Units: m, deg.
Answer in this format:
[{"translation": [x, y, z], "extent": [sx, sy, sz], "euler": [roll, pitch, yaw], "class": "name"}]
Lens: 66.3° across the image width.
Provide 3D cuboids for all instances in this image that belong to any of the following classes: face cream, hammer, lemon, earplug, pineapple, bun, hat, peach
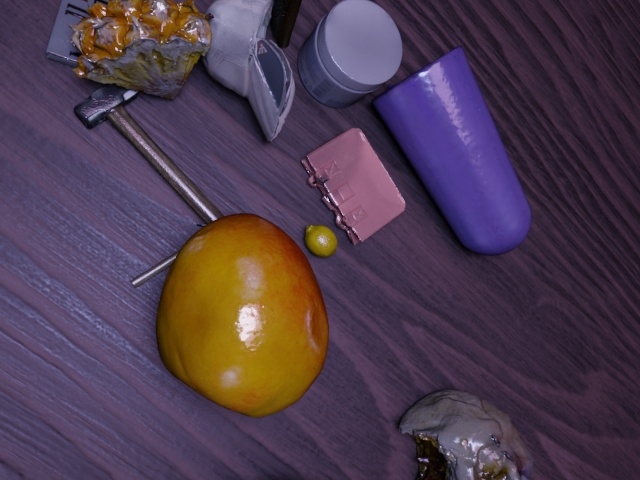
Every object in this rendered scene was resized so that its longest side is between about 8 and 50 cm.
[{"translation": [0.057, -0.381, 1.017], "extent": [0.177, 0.153, 0.178], "euler": [2, 85, -23], "class": "face cream"}, {"translation": [-0.266, 0.028, 0.902], "extent": [0.182, 0.017, 0.062], "euler": [-34, 97, -22], "class": "hammer"}, {"translation": [0.000, 0.000, 0.995], "extent": [0.083, 0.062, 0.062], "euler": [45, 69, -13], "class": "lemon"}, {"translation": [0.311, -0.170, 1.077], "extent": [0.215, 0.215, 0.456], "euler": [-36, 101, -23], "class": "earplug"}, {"translation": [-0.292, -0.324, 0.835], "extent": [0.236, 0.186, 0.115], "euler": [-6, 74, -5], "class": "pineapple"}, {"translation": [0.310, 0.451, 0.999], "extent": [0.281, 0.204, 0.282], "euler": [3, 83, -25], "class": "bun"}, {"translation": [-0.130, -0.321, 0.923], "extent": [0.160, 0.232, 0.275], "euler": [-17, 103, 6], "class": "hat"}, {"translation": [-0.121, 0.110, 0.802], "extent": [0.288, 0.289, 0.308], "euler": [22, 80, -20], "class": "peach"}, {"translation": [-0.275, -0.129, 0.898], "extent": [0.365, 0.043, 0.111], "euler": [48, 67, -10], "class": "hammer"}]

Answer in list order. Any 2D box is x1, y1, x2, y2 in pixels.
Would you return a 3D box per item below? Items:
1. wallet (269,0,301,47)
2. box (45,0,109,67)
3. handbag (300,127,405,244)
[{"translation": [-0.082, -0.467, 0.918], "extent": [0.039, 0.243, 0.133], "euler": [-22, 95, -10], "class": "wallet"}, {"translation": [-0.406, -0.389, 0.879], "extent": [0.115, 0.036, 0.178], "euler": [15, 78, -23], "class": "box"}, {"translation": [0.070, -0.116, 1.041], "extent": [0.157, 0.059, 0.213], "euler": [-36, 97, -24], "class": "handbag"}]
